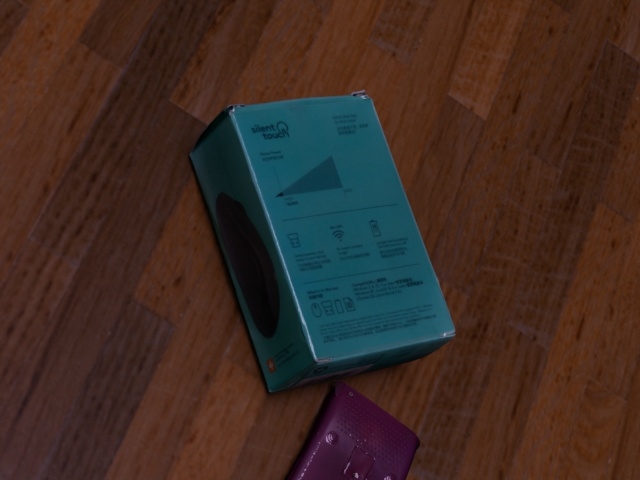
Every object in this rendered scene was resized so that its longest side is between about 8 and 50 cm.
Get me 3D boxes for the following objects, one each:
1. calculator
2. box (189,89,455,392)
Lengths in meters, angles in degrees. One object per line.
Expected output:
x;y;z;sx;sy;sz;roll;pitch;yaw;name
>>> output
0.032;0.260;1.852;0.126;0.034;0.190;37;55;-13;calculator
0.000;0.000;1.898;0.205;0.118;0.311;-9;73;-37;box
